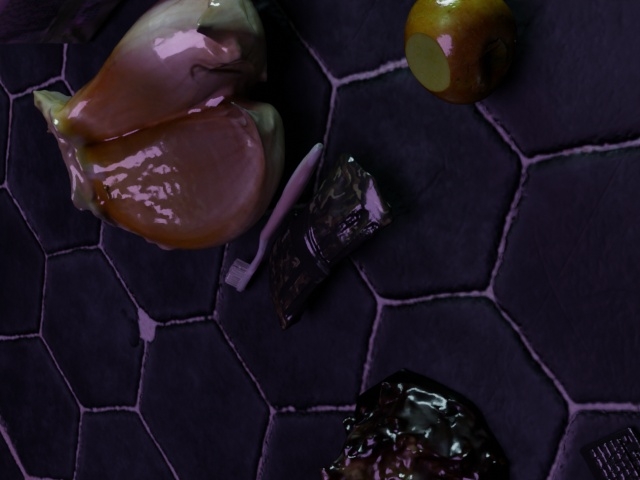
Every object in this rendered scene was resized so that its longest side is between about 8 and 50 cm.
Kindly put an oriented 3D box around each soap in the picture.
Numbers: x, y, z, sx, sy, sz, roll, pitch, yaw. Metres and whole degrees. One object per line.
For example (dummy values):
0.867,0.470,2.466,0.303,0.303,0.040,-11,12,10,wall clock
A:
-0.358,-0.356,1.363,0.199,0.182,0.138,-35,73,44,soap

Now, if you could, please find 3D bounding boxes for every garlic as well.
-0.162,-0.148,1.221,0.313,0.249,0.286,-25,65,28,garlic

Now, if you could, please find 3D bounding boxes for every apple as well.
0.133,-0.190,1.009,0.102,0.099,0.114,33,147,40,apple

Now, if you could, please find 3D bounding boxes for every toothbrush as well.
-0.058,-0.022,1.230,0.029,0.025,0.307,27,141,-6,toothbrush

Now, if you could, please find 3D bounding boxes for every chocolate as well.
0.072,0.273,1.129,0.206,0.177,0.224,-39,75,42,chocolate

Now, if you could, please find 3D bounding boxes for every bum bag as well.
-0.001,-0.001,1.199,0.102,0.069,0.248,57,132,17,bum bag

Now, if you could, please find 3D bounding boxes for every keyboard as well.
0.318,0.278,1.009,0.074,0.015,0.196,-37,75,43,keyboard
